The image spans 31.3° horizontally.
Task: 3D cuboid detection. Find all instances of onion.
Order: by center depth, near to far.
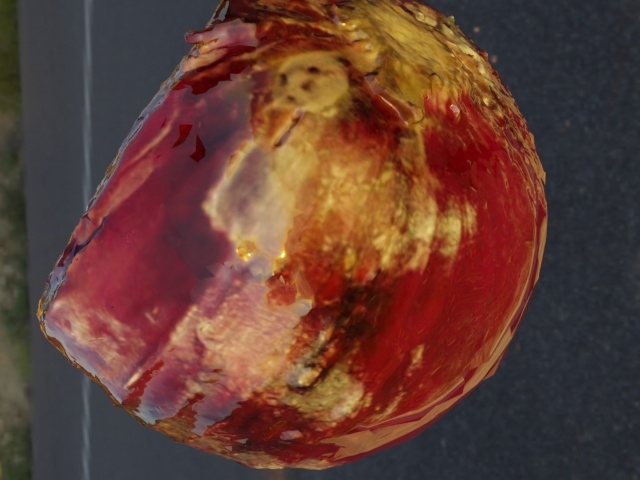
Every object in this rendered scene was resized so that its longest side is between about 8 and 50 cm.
[{"bbox_3d":[0.000,0.000,0.682,0.282,0.260,0.336,-50,10,27],"label":"onion"}]
